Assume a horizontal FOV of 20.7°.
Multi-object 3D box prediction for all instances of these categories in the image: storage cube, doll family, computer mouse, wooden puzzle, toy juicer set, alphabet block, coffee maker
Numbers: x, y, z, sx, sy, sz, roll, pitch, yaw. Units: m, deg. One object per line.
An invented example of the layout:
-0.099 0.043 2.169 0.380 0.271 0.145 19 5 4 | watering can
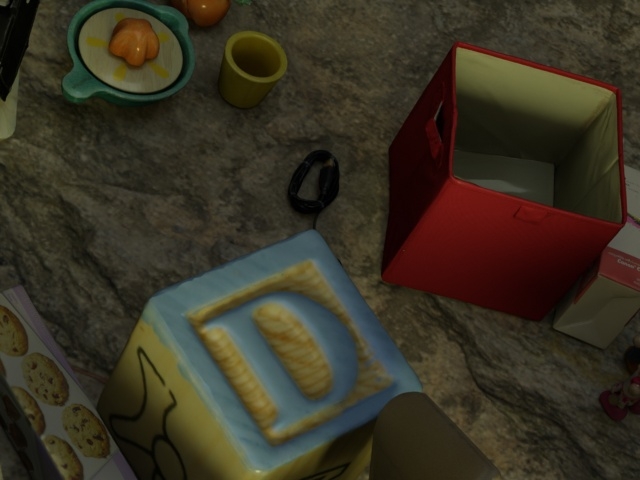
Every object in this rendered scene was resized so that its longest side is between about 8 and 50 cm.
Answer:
0.186 -0.056 1.795 0.215 0.193 0.184 15 53 -14 | storage cube
0.398 0.087 1.797 0.263 0.163 0.118 -11 69 -28 | doll family
0.000 0.000 1.775 0.071 0.041 0.242 11 53 -15 | computer mouse
0.039 0.304 1.325 0.080 0.322 0.348 10 95 -8 | wooden puzzle
-0.211 -0.223 1.809 0.329 0.089 0.209 -10 62 -28 | toy juicer set
-0.059 0.140 1.555 0.193 0.197 0.192 -21 68 -32 | alphabet block
-0.380 -0.209 1.690 0.178 0.120 0.171 15 55 2 | coffee maker

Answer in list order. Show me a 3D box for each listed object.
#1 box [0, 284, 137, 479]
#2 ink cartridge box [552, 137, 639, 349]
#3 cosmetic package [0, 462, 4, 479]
-0.220 0.188 1.539 0.067 0.063 0.324 -21 68 -31 | box
0.312 0.001 1.857 0.067 0.115 0.198 22 52 -6 | ink cartridge box
-0.330 0.182 1.419 0.113 0.160 0.309 -3 64 -24 | cosmetic package
